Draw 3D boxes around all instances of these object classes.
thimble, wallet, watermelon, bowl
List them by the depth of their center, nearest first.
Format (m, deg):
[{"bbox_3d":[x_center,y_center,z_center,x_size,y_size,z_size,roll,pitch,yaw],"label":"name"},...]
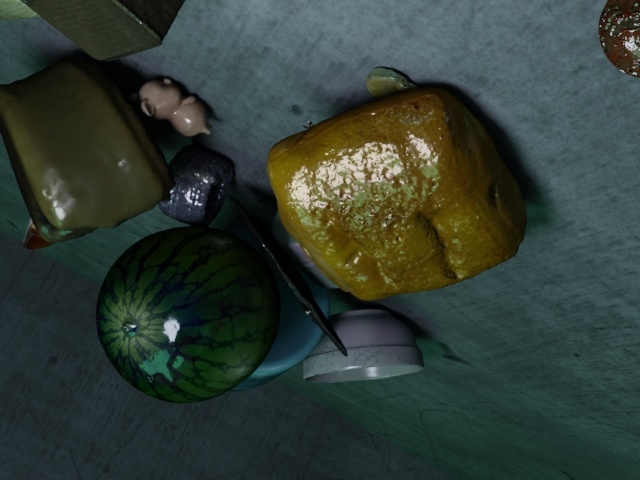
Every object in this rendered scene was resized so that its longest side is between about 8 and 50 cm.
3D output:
[{"bbox_3d":[-0.245,0.136,1.680,0.363,0.363,0.363,23,160,9],"label":"watermelon"},{"bbox_3d":[-0.238,-0.103,1.740,0.098,0.150,0.150,22,160,8],"label":"thimble"},{"bbox_3d":[-0.063,0.062,1.746,0.323,0.041,0.247,57,179,-34],"label":"wallet"},{"bbox_3d":[0.094,0.247,2.126,0.287,0.144,0.287,-6,165,-2],"label":"bowl"}]

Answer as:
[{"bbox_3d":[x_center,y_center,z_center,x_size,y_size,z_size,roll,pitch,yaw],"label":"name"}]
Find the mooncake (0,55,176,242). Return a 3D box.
[{"bbox_3d":[-0.416,-0.126,1.620,0.394,0.246,0.393,48,159,39],"label":"mooncake"}]

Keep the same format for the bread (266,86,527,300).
[{"bbox_3d":[0.105,-0.048,1.297,0.337,0.148,0.328,-15,141,21],"label":"bread"}]

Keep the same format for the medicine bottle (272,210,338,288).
[{"bbox_3d":[0.000,0.000,1.727,0.135,0.135,0.168,11,155,36],"label":"medicine bottle"}]

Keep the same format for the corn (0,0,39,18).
[{"bbox_3d":[-0.493,-0.386,1.382,0.305,0.123,0.122,6,154,46],"label":"corn"}]

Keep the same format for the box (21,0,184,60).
[{"bbox_3d":[-0.312,-0.374,1.159,0.273,0.143,0.184,39,156,-33],"label":"box"}]

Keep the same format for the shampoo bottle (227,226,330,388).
[{"bbox_3d":[-0.174,0.165,2.063,0.331,0.331,0.342,29,160,-7],"label":"shampoo bottle"}]

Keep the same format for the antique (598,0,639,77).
[{"bbox_3d":[0.317,-0.203,0.866,0.104,0.104,0.104,23,160,9],"label":"antique"}]

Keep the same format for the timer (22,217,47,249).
[{"bbox_3d":[-0.576,-0.103,2.008,0.161,0.250,0.257,31,160,-14],"label":"timer"}]

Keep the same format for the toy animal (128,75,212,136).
[{"bbox_3d":[-0.252,-0.225,1.549,0.150,0.089,0.083,23,159,-18],"label":"toy animal"}]

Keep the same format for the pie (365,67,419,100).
[{"bbox_3d":[0.100,-0.207,1.245,0.084,0.020,0.084,24,158,10],"label":"pie"}]
